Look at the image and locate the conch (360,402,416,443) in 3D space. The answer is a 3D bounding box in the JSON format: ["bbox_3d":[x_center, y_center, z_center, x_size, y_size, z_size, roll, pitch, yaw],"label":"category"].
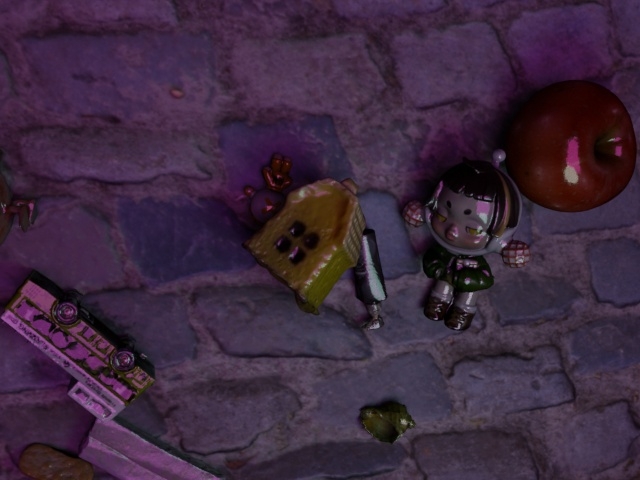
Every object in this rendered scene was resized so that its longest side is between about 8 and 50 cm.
[{"bbox_3d":[0.143,0.385,1.745,0.121,0.074,0.089,7,64,5],"label":"conch"}]

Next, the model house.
[{"bbox_3d":[0.000,0.000,1.554,0.234,0.193,0.175,-44,73,-2],"label":"model house"}]

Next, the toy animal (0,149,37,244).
[{"bbox_3d":[-0.604,-0.071,1.473,0.179,0.089,0.188,3,105,1],"label":"toy animal"}]

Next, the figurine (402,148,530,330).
[{"bbox_3d":[0.294,0.000,1.654,0.167,0.281,0.370,-22,128,-50],"label":"figurine"}]

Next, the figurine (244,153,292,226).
[{"bbox_3d":[-0.087,-0.093,1.606,0.101,0.068,0.143,41,76,-12],"label":"figurine"}]

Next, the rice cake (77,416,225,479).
[{"bbox_3d":[-0.340,0.447,1.649,0.298,0.050,0.106,34,90,-18],"label":"rice cake"}]

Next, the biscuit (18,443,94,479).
[{"bbox_3d":[-0.508,0.438,1.592,0.147,0.071,0.018,22,139,-4],"label":"biscuit"}]

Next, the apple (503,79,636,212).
[{"bbox_3d":[0.491,-0.186,1.638,0.260,0.216,0.260,-6,101,-33],"label":"apple"}]

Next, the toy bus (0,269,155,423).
[{"bbox_3d":[-0.456,0.196,1.545,0.302,0.113,0.139,44,88,-15],"label":"toy bus"}]

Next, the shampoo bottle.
[{"bbox_3d":[0.097,0.082,1.686,0.063,0.057,0.207,-12,103,-12],"label":"shampoo bottle"}]
